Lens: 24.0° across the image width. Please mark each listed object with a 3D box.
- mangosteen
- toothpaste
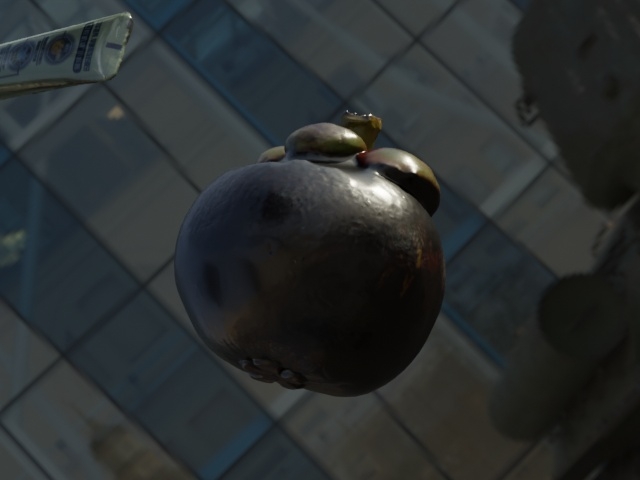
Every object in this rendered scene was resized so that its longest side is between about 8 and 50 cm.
[{"bbox_3d":[0.000,0.000,1.515,0.275,0.275,0.302,102,-172,-68],"label":"mangosteen"},{"bbox_3d":[-0.241,-0.127,1.138,0.039,0.239,0.062,45,-132,-44],"label":"toothpaste"}]
